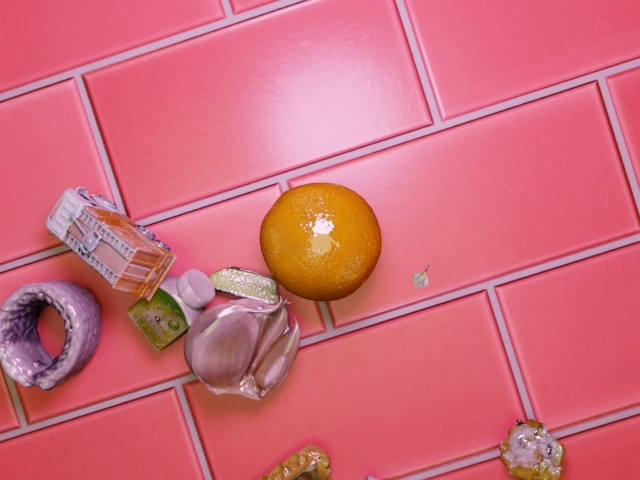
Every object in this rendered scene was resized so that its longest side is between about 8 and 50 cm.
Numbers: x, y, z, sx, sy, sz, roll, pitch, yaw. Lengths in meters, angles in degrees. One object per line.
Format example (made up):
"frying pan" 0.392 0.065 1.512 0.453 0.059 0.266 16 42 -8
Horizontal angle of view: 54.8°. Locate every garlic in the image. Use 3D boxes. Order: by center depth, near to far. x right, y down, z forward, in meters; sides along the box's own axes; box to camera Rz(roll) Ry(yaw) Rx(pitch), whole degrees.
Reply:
"garlic" -0.176 0.238 1.413 0.237 0.210 0.292 17 106 14

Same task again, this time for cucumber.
"cucumber" -0.192 0.102 1.494 0.220 0.046 0.070 14 90 0

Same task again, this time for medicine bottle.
"medicine bottle" -0.341 0.154 1.450 0.188 0.088 0.132 -38 89 22

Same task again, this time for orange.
"orange" 0.000 0.000 1.377 0.274 0.274 0.274 0 91 2

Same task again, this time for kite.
"kite" 0.246 0.079 1.500 0.044 0.002 0.078 9 93 1

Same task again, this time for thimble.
"thimble" -0.633 0.216 1.454 0.217 0.157 0.245 2 91 4

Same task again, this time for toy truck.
"toy truck" -0.490 0.000 1.403 0.305 0.162 0.136 34 92 24

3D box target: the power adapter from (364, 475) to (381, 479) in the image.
"power adapter" 0.138 0.673 1.458 0.255 0.124 0.187 21 91 0

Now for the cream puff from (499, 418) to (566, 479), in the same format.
"cream puff" 0.499 0.507 1.444 0.121 0.156 0.156 -36 90 33

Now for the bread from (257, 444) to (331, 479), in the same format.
"bread" -0.090 0.592 1.482 0.269 0.098 0.087 -37 132 2
